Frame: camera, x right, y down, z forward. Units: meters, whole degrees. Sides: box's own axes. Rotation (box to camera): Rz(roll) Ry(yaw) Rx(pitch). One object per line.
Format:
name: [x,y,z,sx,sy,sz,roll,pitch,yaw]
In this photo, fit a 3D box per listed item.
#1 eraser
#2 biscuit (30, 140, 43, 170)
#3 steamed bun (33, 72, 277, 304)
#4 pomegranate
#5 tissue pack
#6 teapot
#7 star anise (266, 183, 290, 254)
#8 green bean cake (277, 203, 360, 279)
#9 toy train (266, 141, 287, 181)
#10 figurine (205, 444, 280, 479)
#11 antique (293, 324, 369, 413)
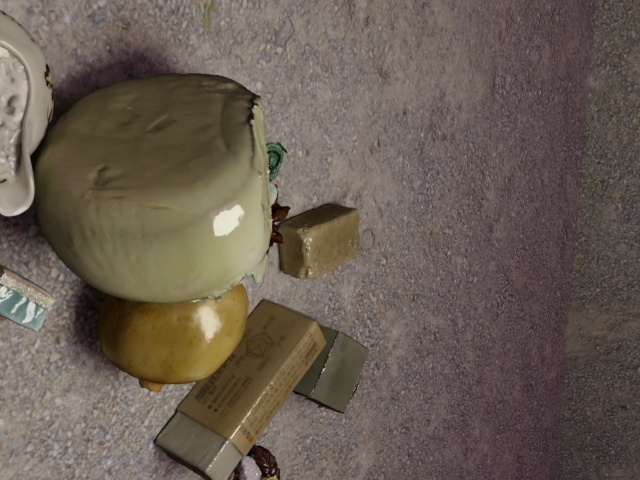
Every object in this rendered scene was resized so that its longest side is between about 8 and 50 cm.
eraser: [-0.139,0.271,1.391,0.343,0.144,0.078,-52,139,-26]
biscuit: [-0.379,-0.099,1.051,0.046,0.016,0.089,-34,128,-41]
steamed bun: [-0.213,-0.060,1.027,0.334,0.312,0.233,-84,172,-46]
pomegranate: [-0.227,0.115,1.164,0.233,0.233,0.233,-22,120,-46]
tissue pack: [-0.418,0.072,1.017,0.094,0.074,0.059,44,71,-47]
teapot: [-0.409,-0.188,0.868,0.208,0.166,0.300,-19,123,-33]
star anise: [-0.115,-0.032,1.381,0.168,0.057,0.168,-25,122,-47]
green bean cake: [0.000,0.000,1.517,0.179,0.085,0.109,-24,122,-47]
toy train: [-0.169,-0.147,1.243,0.157,0.105,0.253,-51,138,-7]
figurine: [-0.122,0.460,1.406,0.115,0.240,0.175,-2,104,-31]
antique: [-0.009,0.255,1.546,0.146,0.148,0.152,40,70,-51]
